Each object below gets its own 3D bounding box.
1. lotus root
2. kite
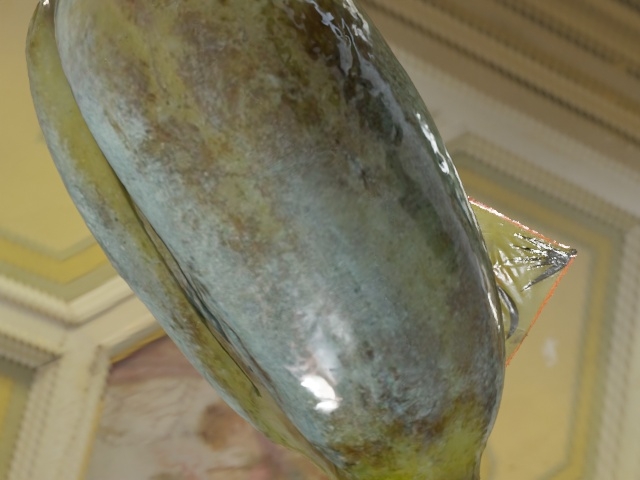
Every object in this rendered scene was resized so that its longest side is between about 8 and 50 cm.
[{"bbox_3d":[0.000,0.000,0.766,0.140,0.158,0.322,-37,-79,-24],"label":"lotus root"},{"bbox_3d":[0.060,0.032,1.535,0.377,0.327,0.013,64,-148,-33],"label":"kite"}]
